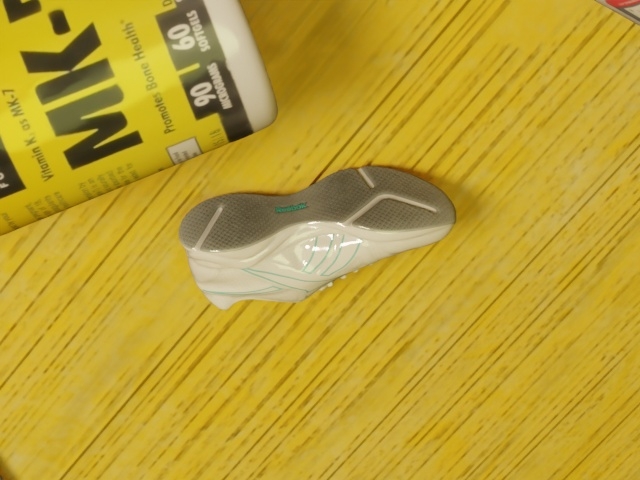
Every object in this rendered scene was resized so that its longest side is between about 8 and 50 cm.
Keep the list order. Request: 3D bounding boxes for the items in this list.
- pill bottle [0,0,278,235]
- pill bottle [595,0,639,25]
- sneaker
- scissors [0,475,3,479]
[{"bbox_3d":[-0.135,-0.071,0.732,0.208,0.119,0.119,-23,126,-2],"label":"pill bottle"},{"bbox_3d":[0.217,-0.138,0.793,0.180,0.108,0.108,24,115,-28],"label":"pill bottle"},{"bbox_3d":[0.000,0.000,0.869,0.152,0.054,0.061,-8,135,-2],"label":"sneaker"},{"bbox_3d":[-0.253,0.058,0.857,0.109,0.021,0.297,-17,127,-7],"label":"scissors"}]
